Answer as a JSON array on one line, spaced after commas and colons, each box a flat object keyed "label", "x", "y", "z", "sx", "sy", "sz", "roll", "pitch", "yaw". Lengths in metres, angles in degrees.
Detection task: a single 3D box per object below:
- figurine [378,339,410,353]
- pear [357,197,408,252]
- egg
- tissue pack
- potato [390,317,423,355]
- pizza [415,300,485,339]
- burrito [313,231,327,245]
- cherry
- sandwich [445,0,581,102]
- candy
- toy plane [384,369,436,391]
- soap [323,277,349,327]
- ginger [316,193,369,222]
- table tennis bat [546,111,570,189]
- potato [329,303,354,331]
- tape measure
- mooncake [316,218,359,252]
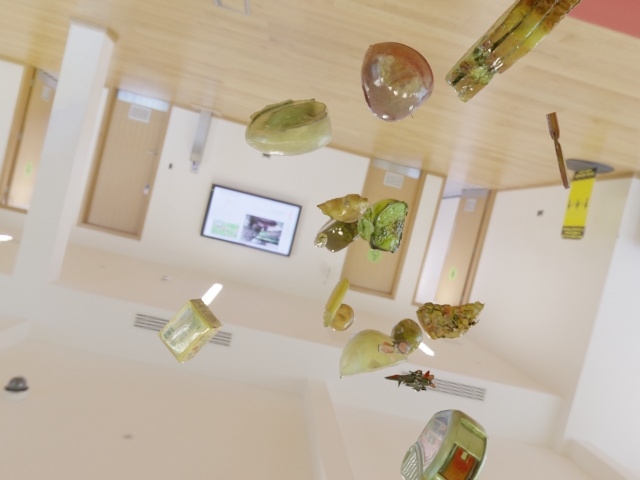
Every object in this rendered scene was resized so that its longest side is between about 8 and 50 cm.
[{"label": "figurine", "x": 0.284, "y": 0.409, "z": 1.753, "sx": 0.129, "sy": 0.054, "sz": 0.072, "roll": -8, "pitch": 147, "yaw": 35}, {"label": "pear", "x": 0.262, "y": -0.095, "z": 2.057, "sx": 0.164, "sy": 0.238, "sz": 0.255, "roll": 3, "pitch": -162, "yaw": -18}, {"label": "egg", "x": 0.226, "y": 0.514, "z": 2.119, "sx": 0.338, "sy": 0.200, "sz": 0.337, "roll": -15, "pitch": 164, "yaw": -5}, {"label": "tissue pack", "x": -0.476, "y": 0.328, "z": 1.669, "sx": 0.148, "sy": 0.196, "sz": 0.092, "roll": 48, "pitch": -167, "yaw": 13}, {"label": "potato", "x": 0.419, "y": 0.492, "z": 2.266, "sx": 0.157, "sy": 0.193, "sz": 0.157, "roll": 25, "pitch": -164, "yaw": -7}, {"label": "pizza", "x": 0.436, "y": 0.273, "z": 1.520, "sx": 0.227, "sy": 0.147, "sz": 0.069, "roll": -3, "pitch": -158, "yaw": 24}, {"label": "burrito", "x": -0.001, "y": 0.001, "z": 2.062, "sx": 0.058, "sy": 0.045, "sz": 0.188, "roll": 41, "pitch": 167, "yaw": 5}, {"label": "cherry", "x": 0.271, "y": -0.572, "z": 1.629, "sx": 0.307, "sy": 0.261, "sz": 0.221, "roll": 52, "pitch": 175, "yaw": -18}, {"label": "sandwich", "x": 0.416, "y": -0.448, "z": 0.999, "sx": 0.095, "sy": 0.249, "sz": 0.273, "roll": 45, "pitch": 165, "yaw": -4}, {"label": "candy", "x": -0.146, "y": -0.523, "z": 2.149, "sx": 0.428, "sy": 0.186, "sz": 0.386, "roll": -13, "pitch": -139, "yaw": -10}, {"label": "toy plane", "x": 0.332, "y": 0.525, "z": 1.699, "sx": 0.190, "sy": 0.130, "sz": 0.061, "roll": -8, "pitch": -140, "yaw": 13}, {"label": "soap", "x": 0.044, "y": 0.196, "z": 1.435, "sx": 0.033, "sy": 0.168, "sz": 0.089, "roll": 28, "pitch": 171, "yaw": -12}, {"label": "ginger", "x": 0.090, "y": -0.133, "z": 1.710, "sx": 0.193, "sy": 0.115, "sz": 0.122, "roll": -1, "pitch": 149, "yaw": -27}, {"label": "table tennis bat", "x": 0.941, "y": -0.352, "z": 1.796, "sx": 0.038, "sy": 0.309, "sz": 0.200, "roll": -11, "pitch": -177, "yaw": 30}, {"label": "potato", "x": 0.090, "y": 0.322, "z": 1.906, "sx": 0.112, "sy": 0.111, "sz": 0.147, "roll": 14, "pitch": -149, "yaw": 17}, {"label": "tape measure", "x": 0.302, "y": 0.534, "z": 1.090, "sx": 0.125, "sy": 0.246, "sz": 0.243, "roll": 38, "pitch": 170, "yaw": 6}, {"label": "mooncake", "x": 0.125, "y": -0.065, "z": 2.465, "sx": 0.155, "sy": 0.284, "sz": 0.284, "roll": 50, "pitch": 174, "yaw": -11}]
